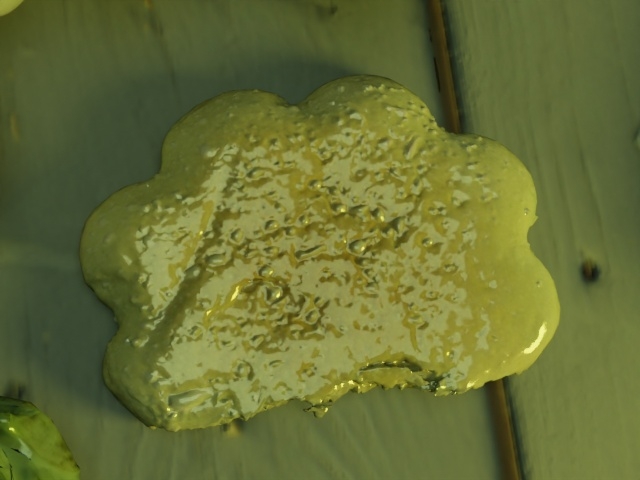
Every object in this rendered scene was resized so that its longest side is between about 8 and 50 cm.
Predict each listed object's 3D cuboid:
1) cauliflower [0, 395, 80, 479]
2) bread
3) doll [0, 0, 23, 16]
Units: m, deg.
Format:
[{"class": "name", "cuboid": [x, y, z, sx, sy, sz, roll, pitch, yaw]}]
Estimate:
[{"class": "cauliflower", "cuboid": [-0.180, 0.176, 0.432, 0.275, 0.272, 0.250, 43, 32, -25]}, {"class": "bread", "cuboid": [0.000, 0.000, 0.556, 0.250, 0.039, 0.182, -7, 82, -9]}, {"class": "doll", "cuboid": [-0.114, -0.229, 0.522, 0.365, 0.187, 0.376, -18, 106, -2]}]
